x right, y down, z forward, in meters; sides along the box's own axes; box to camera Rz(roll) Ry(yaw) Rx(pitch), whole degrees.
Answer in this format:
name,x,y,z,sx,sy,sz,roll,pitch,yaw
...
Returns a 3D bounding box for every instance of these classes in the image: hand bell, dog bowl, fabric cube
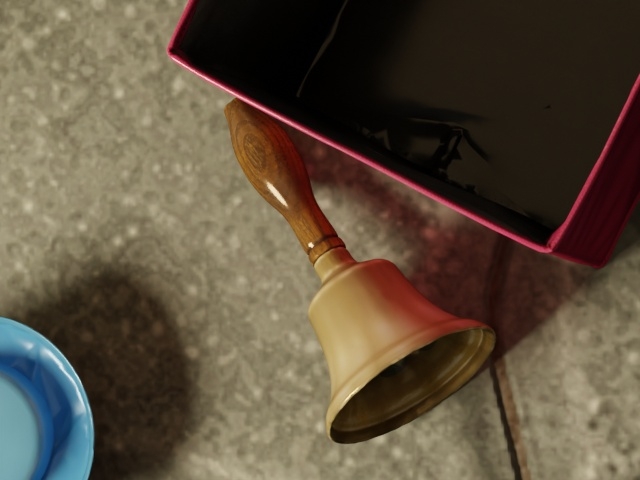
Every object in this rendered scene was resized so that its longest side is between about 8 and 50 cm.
name,x,y,z,sx,sy,sz,roll,pitch,yaw
hand bell,0.000,0.000,1.277,0.126,0.126,0.242,-37,67,11
dog bowl,-0.294,0.155,1.325,0.297,0.074,0.166,-18,86,1
fabric cube,0.106,-0.152,1.163,0.254,0.258,0.259,28,95,16
